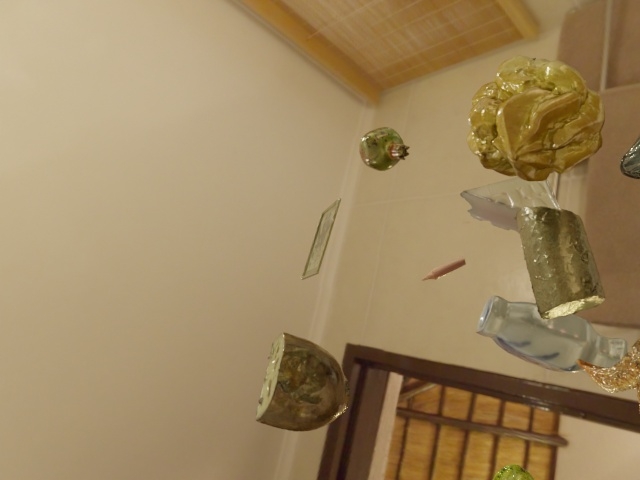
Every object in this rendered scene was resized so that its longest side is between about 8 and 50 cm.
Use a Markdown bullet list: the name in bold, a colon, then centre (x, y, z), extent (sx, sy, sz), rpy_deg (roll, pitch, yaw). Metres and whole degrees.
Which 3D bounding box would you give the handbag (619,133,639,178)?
- **handbag**: centre (0.936, -0.282, 1.197), extent (0.075, 0.192, 0.332), rpy_deg (10, -73, -54)

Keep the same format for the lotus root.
- **lotus root**: centre (-0.027, 0.428, 1.369), extent (0.261, 0.149, 0.266), rpy_deg (25, -136, -14)

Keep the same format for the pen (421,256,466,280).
- **pen**: centre (0.518, 0.126, 1.958), extent (0.197, 0.032, 0.053), rpy_deg (-25, -49, 2)

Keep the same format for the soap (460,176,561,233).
- **soap**: centre (0.668, -0.083, 1.602), extent (0.159, 0.303, 0.257), rpy_deg (56, -154, -44)

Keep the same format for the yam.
- **yam**: centre (0.620, 0.047, 1.214), extent (0.168, 0.168, 0.304), rpy_deg (23, -125, -38)

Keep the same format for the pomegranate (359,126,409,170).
- **pomegranate**: centre (0.226, -0.319, 1.623), extent (0.159, 0.205, 0.159), rpy_deg (-10, -72, -31)

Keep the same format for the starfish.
- **starfish**: centre (0.701, 0.239, 0.923), extent (0.084, 0.301, 0.293), rpy_deg (41, -74, -8)

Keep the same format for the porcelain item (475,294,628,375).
- **porcelain item**: centre (0.723, 0.312, 1.481), extent (0.242, 0.406, 0.178), rpy_deg (57, -127, -74)

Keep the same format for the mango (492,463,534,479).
- **mango**: centre (0.360, 0.517, 0.896), extent (0.074, 0.091, 0.165), rpy_deg (30, -105, 10)

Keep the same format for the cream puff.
- **cream puff**: centre (0.477, -0.259, 1.107), extent (0.257, 0.324, 0.291), rpy_deg (-43, -48, -8)

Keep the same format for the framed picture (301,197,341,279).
- **framed picture**: centre (0.000, 0.000, 1.360), extent (0.010, 0.173, 0.231), rpy_deg (21, -107, -12)
